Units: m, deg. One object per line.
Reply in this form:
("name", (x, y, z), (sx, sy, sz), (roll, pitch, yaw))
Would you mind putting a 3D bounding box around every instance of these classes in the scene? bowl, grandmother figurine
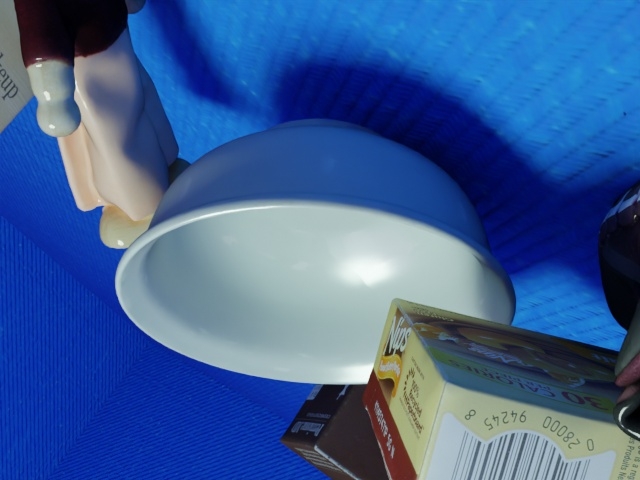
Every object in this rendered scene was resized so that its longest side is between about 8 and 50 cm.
("bowl", (0.000, 0.000, 0.641), (0.297, 0.134, 0.298), (4, 150, 2))
("grandmother figurine", (-0.175, -0.151, 0.590), (0.208, 0.104, 0.342), (-102, 1, -49))

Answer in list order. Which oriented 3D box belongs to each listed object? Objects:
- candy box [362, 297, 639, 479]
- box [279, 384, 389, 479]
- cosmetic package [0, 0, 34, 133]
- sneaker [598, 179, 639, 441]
("candy box", (0.196, 0.128, 0.503), (0.316, 0.088, 0.183), (15, -171, -5))
("box", (0.089, 0.202, 0.968), (0.167, 0.203, 0.168), (38, 162, -7))
("cosmetic package", (-0.316, -0.153, 0.640), (0.129, 0.296, 0.153), (28, 162, 18))
("sneaker", (0.187, 0.040, 0.438), (0.106, 0.163, 0.281), (30, 161, 15))
